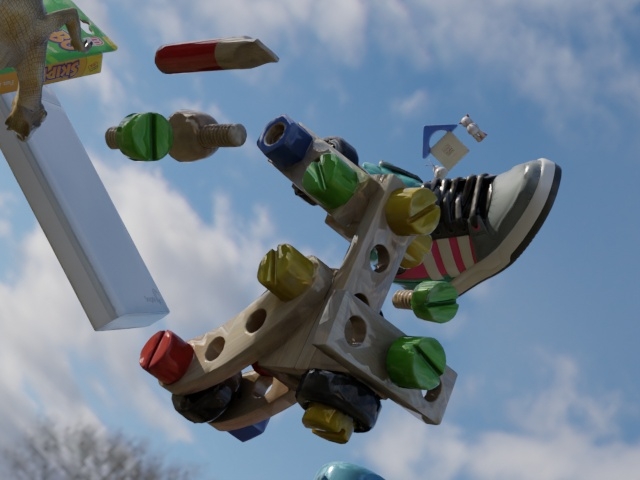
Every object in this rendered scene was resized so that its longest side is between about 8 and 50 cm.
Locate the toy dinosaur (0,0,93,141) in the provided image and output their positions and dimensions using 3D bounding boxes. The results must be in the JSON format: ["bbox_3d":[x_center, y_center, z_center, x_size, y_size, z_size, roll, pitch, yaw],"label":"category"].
[{"bbox_3d":[-0.147,-0.124,0.607,0.053,0.093,0.183,13,-35,32],"label":"toy dinosaur"}]

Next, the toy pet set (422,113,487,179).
[{"bbox_3d":[0.155,-0.121,1.748,0.065,0.122,0.114,45,7,3],"label":"toy pet set"}]

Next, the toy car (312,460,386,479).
[{"bbox_3d":[-0.032,0.315,1.032,0.238,0.219,0.210,-15,-51,47],"label":"toy car"}]

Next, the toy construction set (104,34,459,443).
[{"bbox_3d":[0.000,0.000,0.932,0.237,0.257,0.309,5,-53,54],"label":"toy construction set"}]

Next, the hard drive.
[{"bbox_3d":[-0.319,-0.051,1.698,0.353,0.047,0.233,62,7,6],"label":"hard drive"}]

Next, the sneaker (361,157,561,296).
[{"bbox_3d":[0.128,-0.038,1.502,0.178,0.124,0.295,27,-36,-14],"label":"sneaker"}]

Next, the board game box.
[{"bbox_3d":[-0.360,-0.205,1.435,0.124,0.259,0.039,45,-40,33],"label":"board game box"}]
